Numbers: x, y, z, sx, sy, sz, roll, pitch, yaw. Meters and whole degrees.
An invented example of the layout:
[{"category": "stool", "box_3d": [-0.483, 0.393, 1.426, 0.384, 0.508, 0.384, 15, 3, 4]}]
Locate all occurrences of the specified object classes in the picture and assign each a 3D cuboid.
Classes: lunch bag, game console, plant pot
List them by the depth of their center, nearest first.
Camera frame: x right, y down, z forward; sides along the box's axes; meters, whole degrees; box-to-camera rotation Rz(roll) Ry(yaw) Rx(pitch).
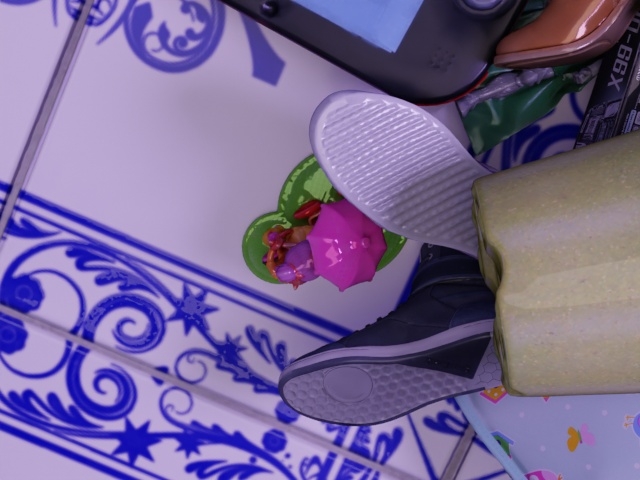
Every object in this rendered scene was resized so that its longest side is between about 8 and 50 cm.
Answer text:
[{"category": "plant pot", "box_3d": [0.257, 0.018, 1.240, 0.254, 0.276, 0.276, -9, 102, 3]}, {"category": "game console", "box_3d": [0.033, -0.337, 1.354, 0.387, 0.060, 0.342, 29, 99, 3]}, {"category": "lunch bag", "box_3d": [0.261, 0.146, 1.427, 0.223, 0.160, 0.262, -41, 65, 11]}]

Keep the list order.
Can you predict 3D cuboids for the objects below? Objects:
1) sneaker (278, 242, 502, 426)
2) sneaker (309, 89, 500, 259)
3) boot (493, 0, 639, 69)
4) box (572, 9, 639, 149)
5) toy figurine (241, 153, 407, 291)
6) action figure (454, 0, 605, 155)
[{"category": "sneaker", "box_3d": [0.072, 0.081, 1.424, 0.226, 0.163, 0.086, -12, 126, 8]}, {"category": "sneaker", "box_3d": [0.084, -0.056, 1.378, 0.282, 0.161, 0.102, 30, 94, -29]}, {"category": "boot", "box_3d": [0.221, -0.234, 1.299, 0.197, 0.073, 0.152, -19, 84, 20]}, {"category": "box", "box_3d": [0.387, -0.185, 1.365, 0.242, 0.076, 0.307, 12, 103, -15]}, {"category": "toy figurine", "box_3d": [0.000, 0.000, 1.408, 0.173, 0.159, 0.130, -26, 100, 9]}, {"category": "action figure", "box_3d": [0.226, -0.183, 1.411, 0.232, 0.063, 0.137, -22, 98, 4]}]
